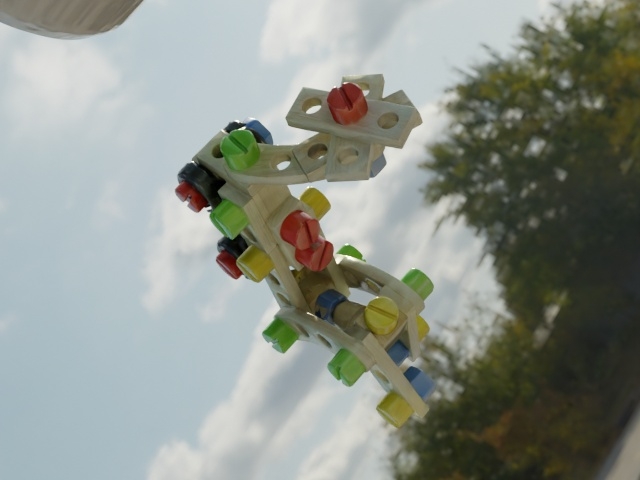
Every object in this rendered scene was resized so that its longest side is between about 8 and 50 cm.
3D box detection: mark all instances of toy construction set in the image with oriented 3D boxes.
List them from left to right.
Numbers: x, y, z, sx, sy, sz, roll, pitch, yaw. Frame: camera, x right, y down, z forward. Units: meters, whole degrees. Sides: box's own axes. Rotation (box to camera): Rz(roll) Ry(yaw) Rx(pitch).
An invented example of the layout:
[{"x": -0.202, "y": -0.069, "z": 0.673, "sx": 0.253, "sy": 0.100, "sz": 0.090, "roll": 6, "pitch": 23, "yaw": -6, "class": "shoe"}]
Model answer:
[{"x": 0.000, "y": 0.000, "z": 1.146, "sx": 0.151, "sy": 0.215, "sz": 0.328, "roll": -36, "pitch": -40, "yaw": -28, "class": "toy construction set"}]

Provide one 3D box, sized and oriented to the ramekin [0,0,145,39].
[{"x": -0.214, "y": -0.258, "z": 0.966, "sx": 0.127, "sy": 0.273, "sz": 0.273, "roll": -52, "pitch": -9, "yaw": 24, "class": "ramekin"}]
